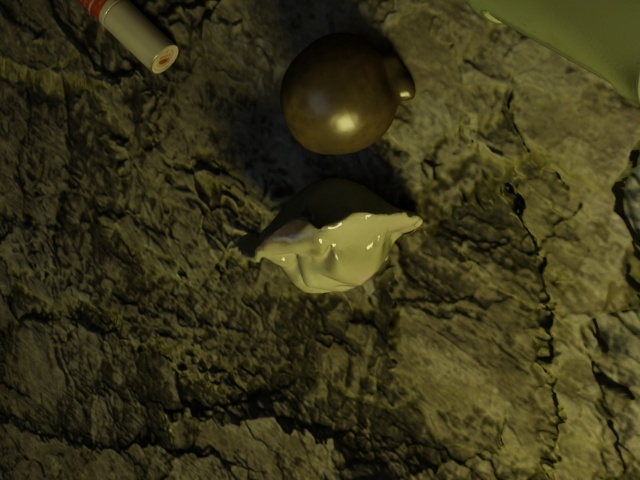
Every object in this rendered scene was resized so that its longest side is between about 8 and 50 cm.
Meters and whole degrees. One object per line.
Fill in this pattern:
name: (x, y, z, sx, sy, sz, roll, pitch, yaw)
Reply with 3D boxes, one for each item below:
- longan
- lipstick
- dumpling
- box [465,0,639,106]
longan: (0.023, -0.131, 1.058, 0.119, 0.106, 0.106, -14, 103, 4)
lipstick: (-0.203, -0.228, 1.242, 0.131, 0.038, 0.038, 45, 132, 16)
dumpling: (0.000, 0.000, 1.110, 0.188, 0.127, 0.108, -6, 99, 36)
box: (0.206, -0.215, 0.760, 0.149, 0.226, 0.226, 36, 130, 24)
